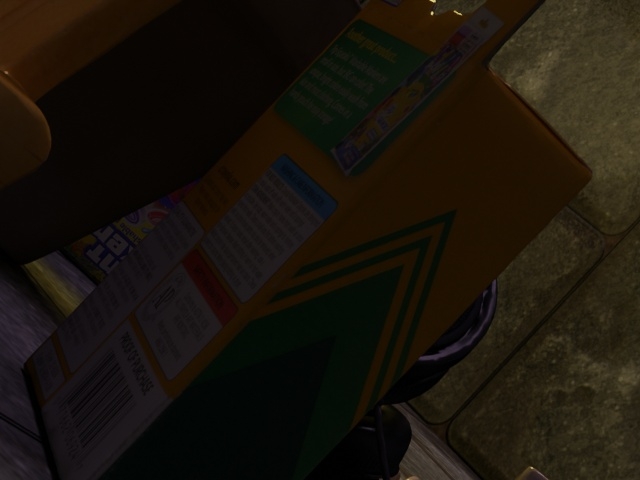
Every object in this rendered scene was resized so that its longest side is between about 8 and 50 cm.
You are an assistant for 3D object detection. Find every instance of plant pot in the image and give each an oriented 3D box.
[{"bbox_3d":[-0.163,-0.145,1.248,0.323,0.280,0.323,49,-6,6],"label":"plant pot"}]

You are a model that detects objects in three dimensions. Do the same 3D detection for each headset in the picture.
[{"bbox_3d":[-0.010,0.074,1.132,0.185,0.243,0.394,18,26,-14],"label":"headset"}]

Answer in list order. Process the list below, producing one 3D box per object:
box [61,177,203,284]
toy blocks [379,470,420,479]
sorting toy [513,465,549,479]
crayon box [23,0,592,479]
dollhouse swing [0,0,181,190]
[{"bbox_3d":[-0.147,-0.051,1.627,0.290,0.177,0.279,43,2,-3],"label":"box"},{"bbox_3d":[0.012,0.179,1.627,0.148,0.054,0.123,43,2,22],"label":"toy blocks"},{"bbox_3d":[0.229,0.318,1.523,0.255,0.089,0.257,40,-11,8],"label":"sorting toy"},{"bbox_3d":[0.000,0.000,0.906,0.083,0.323,0.203,43,1,-20],"label":"crayon box"},{"bbox_3d":[-0.250,-0.219,0.945,0.315,0.305,0.347,42,2,-45],"label":"dollhouse swing"}]
